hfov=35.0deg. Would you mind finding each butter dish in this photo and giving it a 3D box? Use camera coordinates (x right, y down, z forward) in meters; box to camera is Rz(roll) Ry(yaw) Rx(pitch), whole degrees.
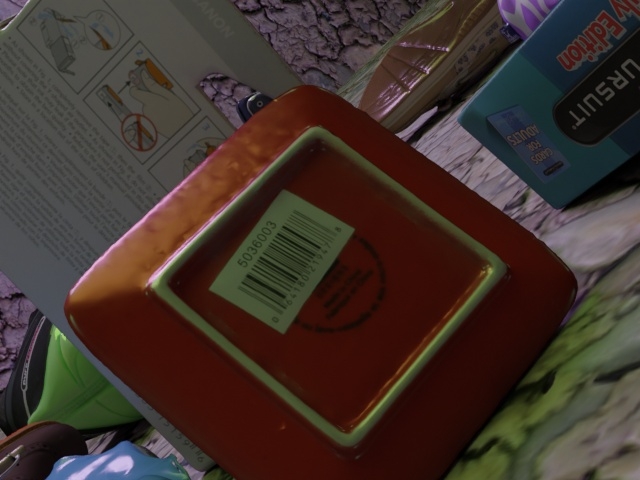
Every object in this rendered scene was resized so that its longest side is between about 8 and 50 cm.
[{"bbox_3d":[0.000,0.040,0.447,0.160,0.160,0.118,-46,-14,-23],"label":"butter dish"}]

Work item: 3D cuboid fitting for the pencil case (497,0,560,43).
[{"bbox_3d":[0.245,-0.258,0.907,0.206,0.088,0.086,-33,15,46],"label":"pencil case"}]

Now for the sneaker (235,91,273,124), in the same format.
[{"bbox_3d":[-0.062,-0.069,1.134,0.226,0.163,0.086,-47,11,-16],"label":"sneaker"}]

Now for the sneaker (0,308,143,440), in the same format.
[{"bbox_3d":[-0.222,0.065,1.123,0.202,0.185,0.483,-35,9,20],"label":"sneaker"}]

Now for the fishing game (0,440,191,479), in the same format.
[{"bbox_3d":[-0.150,0.177,0.544,0.264,0.041,0.189,-1,31,48],"label":"fishing game"}]

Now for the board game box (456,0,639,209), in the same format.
[{"bbox_3d":[0.236,-0.189,0.494,0.336,0.079,0.254,-47,-1,-25],"label":"board game box"}]

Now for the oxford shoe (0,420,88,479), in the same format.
[{"bbox_3d":[-0.197,0.207,0.673,0.098,0.096,0.271,-22,22,18],"label":"oxford shoe"}]

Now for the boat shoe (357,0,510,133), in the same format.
[{"bbox_3d":[0.162,-0.215,1.146,0.285,0.089,0.104,-45,34,4],"label":"boat shoe"}]

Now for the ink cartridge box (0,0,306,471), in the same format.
[{"bbox_3d":[-0.080,-0.024,0.583,0.239,0.275,0.060,-37,10,29],"label":"ink cartridge box"}]
